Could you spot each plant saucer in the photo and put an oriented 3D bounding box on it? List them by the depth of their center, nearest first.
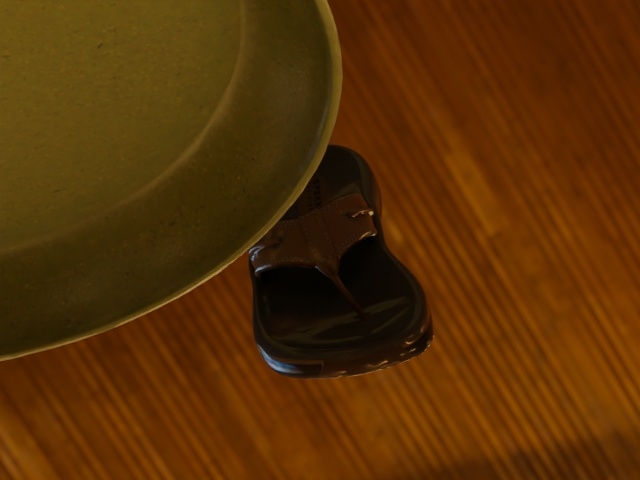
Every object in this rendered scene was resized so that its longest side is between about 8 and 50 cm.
[{"bbox_3d":[-0.114,-0.040,0.555,0.241,0.241,0.037,-27,-125,20],"label":"plant saucer"}]

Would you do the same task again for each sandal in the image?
[{"bbox_3d":[0.000,0.000,0.813,0.072,0.049,0.180,-17,-149,4],"label":"sandal"}]
